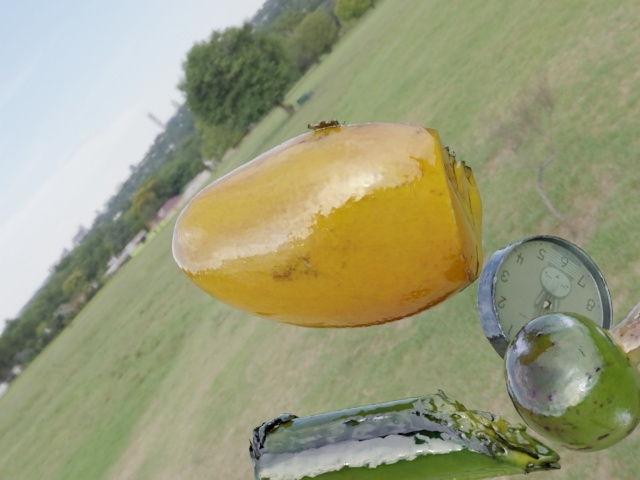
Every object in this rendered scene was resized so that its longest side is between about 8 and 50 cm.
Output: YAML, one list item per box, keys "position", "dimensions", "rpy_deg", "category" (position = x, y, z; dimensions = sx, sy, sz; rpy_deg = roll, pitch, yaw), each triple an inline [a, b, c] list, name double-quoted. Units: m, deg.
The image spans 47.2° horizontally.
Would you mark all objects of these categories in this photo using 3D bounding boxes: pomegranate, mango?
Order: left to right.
- position: [0.000, 0.000, 0.620]
  dimensions: [0.256, 0.187, 0.138]
  rpy_deg: [-16, 55, 21]
  category: "mango"
- position: [0.215, 0.099, 0.575]
  dimensions: [0.142, 0.114, 0.114]
  rpy_deg: [-41, 13, 16]
  category: "pomegranate"

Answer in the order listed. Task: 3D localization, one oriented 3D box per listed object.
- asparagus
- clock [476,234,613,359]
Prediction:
- position: [0.102, 0.261, 0.934]
  dimensions: [0.381, 0.129, 0.108]
  rpy_deg: [-12, -24, 10]
  category: "asparagus"
- position: [0.336, 0.096, 1.087]
  dimensions: [0.215, 0.215, 0.042]
  rpy_deg: [-53, 6, -23]
  category: "clock"
